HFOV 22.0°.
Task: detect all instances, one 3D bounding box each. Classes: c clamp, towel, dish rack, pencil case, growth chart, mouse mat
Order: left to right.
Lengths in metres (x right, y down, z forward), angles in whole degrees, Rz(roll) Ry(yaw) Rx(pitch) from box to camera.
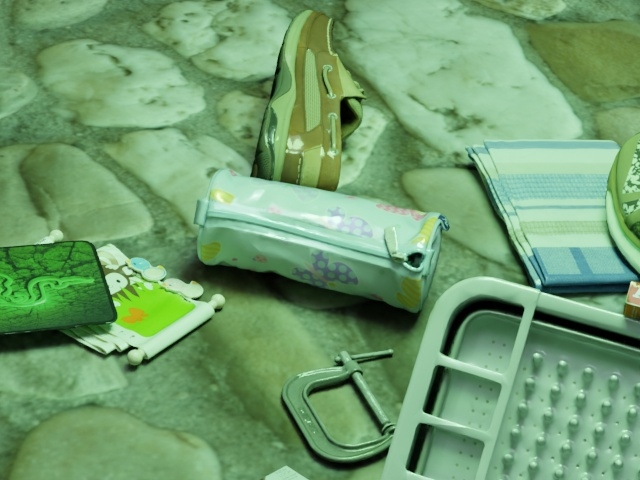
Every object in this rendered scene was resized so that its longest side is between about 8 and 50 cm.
[{"bbox_3d":[-0.321,0.050,1.755,0.190,0.007,0.152,-6,37,-18],"label":"mouse mat"},{"bbox_3d":[-0.238,0.058,1.785,0.237,0.021,0.172,22,38,19],"label":"growth chart"},{"bbox_3d":[0.000,0.000,1.819,0.273,0.113,0.124,13,15,10],"label":"pencil case"},{"bbox_3d":[0.034,0.165,1.678,0.137,0.022,0.160,-6,37,-17],"label":"c clamp"},{"bbox_3d":[0.309,-0.032,1.982,0.209,0.034,0.285,-2,39,-15],"label":"towel"},{"bbox_3d":[0.235,0.206,1.504,0.333,0.285,0.072,16,-7,14],"label":"dish rack"}]

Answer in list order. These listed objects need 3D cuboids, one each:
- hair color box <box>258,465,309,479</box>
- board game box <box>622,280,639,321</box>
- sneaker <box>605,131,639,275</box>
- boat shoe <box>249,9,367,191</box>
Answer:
[{"bbox_3d":[-0.010,0.272,1.472,0.093,0.053,0.167,-24,33,-35],"label":"hair color box"},{"bbox_3d":[0.355,0.123,1.587,0.145,0.281,0.027,15,68,12],"label":"board game box"},{"bbox_3d":[0.441,-0.004,1.807,0.158,0.182,0.410,0,44,-16],"label":"sneaker"},{"bbox_3d":[-0.007,-0.162,2.052,0.120,0.122,0.324,12,44,-1],"label":"boat shoe"}]
